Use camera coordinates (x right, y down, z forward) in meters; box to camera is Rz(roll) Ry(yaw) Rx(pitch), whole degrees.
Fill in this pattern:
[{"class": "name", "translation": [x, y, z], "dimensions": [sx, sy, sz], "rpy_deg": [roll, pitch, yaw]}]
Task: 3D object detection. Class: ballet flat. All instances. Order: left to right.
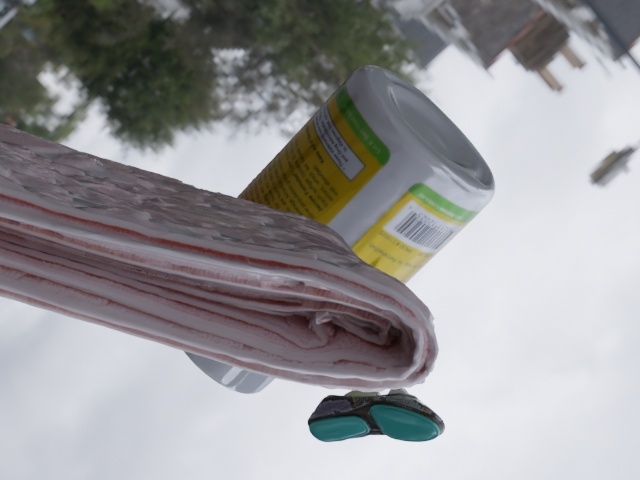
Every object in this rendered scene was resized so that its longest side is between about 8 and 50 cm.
[{"class": "ballet flat", "translation": [0.042, 0.120, 0.886], "dimensions": [0.114, 0.041, 0.041], "rpy_deg": [-9, -145, 37]}]

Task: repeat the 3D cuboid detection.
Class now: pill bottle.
[{"class": "pill bottle", "translation": [0.000, 0.000, 0.934], "dimensions": [0.245, 0.136, 0.136], "rpy_deg": [-45, -166, 20]}]

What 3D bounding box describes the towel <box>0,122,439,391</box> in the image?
[{"class": "towel", "translation": [-0.126, -0.021, 0.578], "dimensions": [0.332, 0.317, 0.053], "rpy_deg": [-139, -113, -80]}]
